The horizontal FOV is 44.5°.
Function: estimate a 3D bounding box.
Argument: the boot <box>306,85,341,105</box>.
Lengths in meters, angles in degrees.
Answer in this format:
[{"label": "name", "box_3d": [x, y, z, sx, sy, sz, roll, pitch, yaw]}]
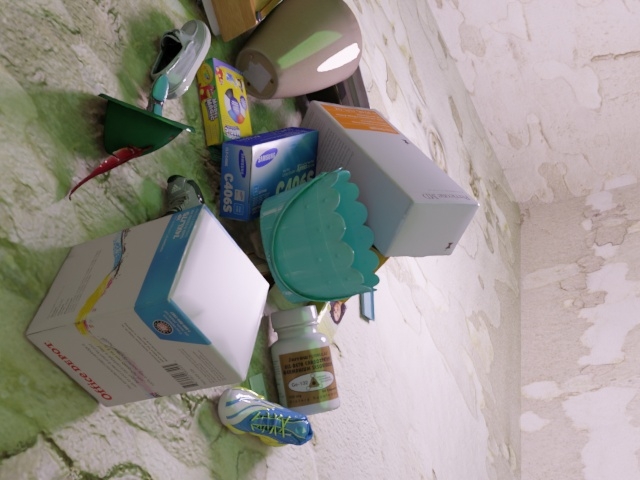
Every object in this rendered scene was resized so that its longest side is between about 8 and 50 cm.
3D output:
[{"label": "boot", "box_3d": [-0.012, -0.456, 2.156, 0.115, 0.112, 0.305, 36, 37, -73]}]

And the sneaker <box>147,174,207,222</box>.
[{"label": "sneaker", "box_3d": [-0.278, -0.061, 1.473, 0.229, 0.086, 0.132, 2, 71, -73]}]

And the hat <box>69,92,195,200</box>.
[{"label": "hat", "box_3d": [-0.348, -0.149, 1.395, 0.209, 0.173, 0.183, 17, 95, -39]}]

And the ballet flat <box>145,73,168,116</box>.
[{"label": "ballet flat", "box_3d": [-0.322, -0.267, 1.512, 0.041, 0.041, 0.114, 26, 68, -58]}]

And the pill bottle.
[{"label": "pill bottle", "box_3d": [-0.040, 0.263, 1.712, 0.131, 0.131, 0.229, 4, 74, -63]}]

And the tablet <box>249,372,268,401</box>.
[{"label": "tablet", "box_3d": [-0.128, 0.324, 1.649, 0.054, 0.006, 0.083, -4, 82, -64]}]

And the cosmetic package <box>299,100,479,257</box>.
[{"label": "cosmetic package", "box_3d": [0.145, -0.157, 1.921, 0.230, 0.161, 0.453, -1, 38, -39]}]

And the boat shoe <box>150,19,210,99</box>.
[{"label": "boat shoe", "box_3d": [-0.289, -0.390, 1.600, 0.081, 0.079, 0.227, 56, 36, -43]}]

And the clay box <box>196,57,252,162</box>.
[{"label": "clay box", "box_3d": [-0.208, -0.280, 1.734, 0.127, 0.053, 0.221, 7, 71, -64]}]

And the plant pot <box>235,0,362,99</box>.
[{"label": "plant pot", "box_3d": [-0.075, -0.453, 1.909, 0.274, 0.257, 0.256, -44, 118, -42]}]

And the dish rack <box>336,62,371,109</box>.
[{"label": "dish rack", "box_3d": [0.075, -0.455, 2.251, 0.333, 0.073, 0.285, -81, 155, -89]}]

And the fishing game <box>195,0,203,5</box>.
[{"label": "fishing game", "box_3d": [-0.288, -0.629, 1.768, 0.264, 0.041, 0.189, 5, 81, -68]}]

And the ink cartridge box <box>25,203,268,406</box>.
[{"label": "ink cartridge box", "box_3d": [-0.258, 0.107, 1.201, 0.198, 0.270, 0.197, 56, 31, -36]}]

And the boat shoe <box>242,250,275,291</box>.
[{"label": "boat shoe", "box_3d": [-0.191, 0.069, 1.560, 0.098, 0.109, 0.302, 42, 19, 18]}]

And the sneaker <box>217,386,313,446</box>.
[{"label": "sneaker", "box_3d": [-0.096, 0.351, 1.556, 0.240, 0.126, 0.091, 40, 52, -50]}]

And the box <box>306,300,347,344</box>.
[{"label": "box", "box_3d": [-0.001, 0.197, 1.903, 0.087, 0.058, 0.232, 64, 29, -23]}]

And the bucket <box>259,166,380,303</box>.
[{"label": "bucket", "box_3d": [0.000, 0.000, 1.668, 0.281, 0.183, 0.281, -16, 90, -75]}]

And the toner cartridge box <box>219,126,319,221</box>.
[{"label": "toner cartridge box", "box_3d": [-0.110, -0.159, 1.784, 0.348, 0.075, 0.165, -30, 127, -63]}]

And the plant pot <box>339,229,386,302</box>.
[{"label": "plant pot", "box_3d": [0.062, 0.024, 1.918, 0.212, 0.187, 0.212, 32, 26, 11]}]

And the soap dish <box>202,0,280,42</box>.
[{"label": "soap dish", "box_3d": [-0.183, -0.622, 1.827, 0.290, 0.118, 0.228, -65, 146, -53]}]

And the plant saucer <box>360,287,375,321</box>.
[{"label": "plant saucer", "box_3d": [0.133, 0.135, 2.247, 0.067, 0.018, 0.191, 37, 45, -52]}]
